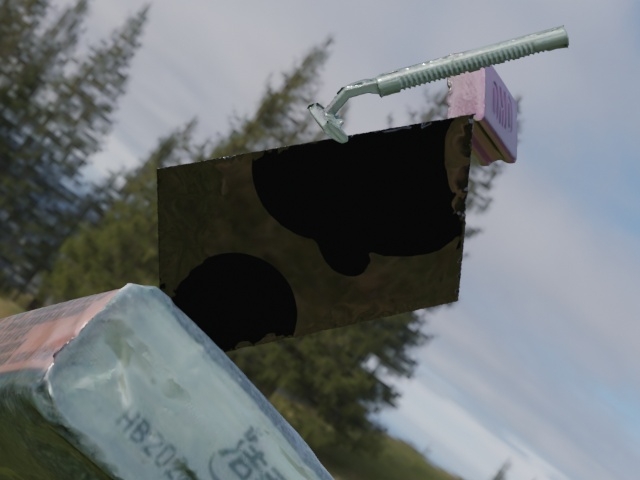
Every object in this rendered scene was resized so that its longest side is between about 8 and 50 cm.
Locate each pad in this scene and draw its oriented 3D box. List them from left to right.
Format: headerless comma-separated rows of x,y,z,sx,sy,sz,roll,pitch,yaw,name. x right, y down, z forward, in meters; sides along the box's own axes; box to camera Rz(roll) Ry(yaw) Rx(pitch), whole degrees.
0.000,0.000,1.375,0.007,0.368,0.247,-130,-145,-50,pad

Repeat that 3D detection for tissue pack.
-0.123,0.141,0.746,0.228,0.103,0.316,48,-30,-17,tissue pack

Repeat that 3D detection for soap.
0.259,-0.207,2.029,0.065,0.122,0.203,-5,-18,23,soap

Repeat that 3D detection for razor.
0.094,-0.131,0.999,0.084,0.211,0.036,-118,-173,-72,razor
